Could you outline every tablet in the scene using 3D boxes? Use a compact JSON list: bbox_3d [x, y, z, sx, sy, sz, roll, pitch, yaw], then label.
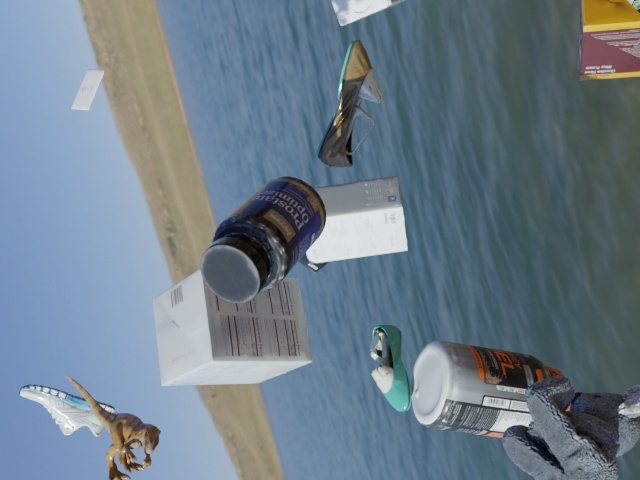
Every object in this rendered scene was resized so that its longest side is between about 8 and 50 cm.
[{"bbox_3d":[-0.437,-0.284,1.402,0.006,0.054,0.083,34,-109,-52],"label":"tablet"}]

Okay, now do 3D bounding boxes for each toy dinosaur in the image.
[{"bbox_3d":[-0.269,0.259,1.012,0.211,0.064,0.112,8,95,42],"label":"toy dinosaur"}]

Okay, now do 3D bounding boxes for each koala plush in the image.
[{"bbox_3d":[0.475,0.338,1.298,0.203,0.221,0.196,50,143,35],"label":"koala plush"}]

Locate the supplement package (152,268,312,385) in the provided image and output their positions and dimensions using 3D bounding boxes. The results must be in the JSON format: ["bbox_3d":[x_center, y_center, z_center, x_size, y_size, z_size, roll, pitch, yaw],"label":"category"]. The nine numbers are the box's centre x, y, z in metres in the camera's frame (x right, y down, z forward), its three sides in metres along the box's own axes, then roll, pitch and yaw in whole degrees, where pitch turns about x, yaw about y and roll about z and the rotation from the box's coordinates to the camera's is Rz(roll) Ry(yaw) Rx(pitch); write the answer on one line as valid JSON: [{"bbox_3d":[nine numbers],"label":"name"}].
[{"bbox_3d":[-0.191,0.194,1.615,0.199,0.262,0.198,-29,63,42],"label":"supplement package"}]

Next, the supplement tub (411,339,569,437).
[{"bbox_3d":[0.404,0.361,1.778,0.207,0.338,0.207,-169,90,-73],"label":"supplement tub"}]

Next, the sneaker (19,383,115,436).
[{"bbox_3d":[-0.520,0.348,1.510,0.071,0.190,0.083,-17,52,68],"label":"sneaker"}]

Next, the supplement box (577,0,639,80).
[{"bbox_3d":[0.716,-0.497,1.774,0.194,0.191,0.129,61,-148,-58],"label":"supplement box"}]

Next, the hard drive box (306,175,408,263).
[{"bbox_3d":[0.071,-0.042,1.664,0.181,0.232,0.089,75,-171,-56],"label":"hard drive box"}]

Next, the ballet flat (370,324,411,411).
[{"bbox_3d":[0.163,0.311,1.845,0.247,0.087,0.083,-94,27,-44],"label":"ballet flat"}]

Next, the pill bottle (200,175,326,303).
[{"bbox_3d":[-0.084,-0.001,1.106,0.219,0.122,0.123,-51,-45,-55],"label":"pill bottle"}]

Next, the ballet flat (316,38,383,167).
[{"bbox_3d":[0.092,-0.347,1.964,0.116,0.124,0.342,-36,-34,-69],"label":"ballet flat"}]

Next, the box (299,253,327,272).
[{"bbox_3d":[0.000,0.000,2.195,0.051,0.175,0.220,55,-173,26],"label":"box"}]

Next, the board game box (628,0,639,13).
[{"bbox_3d":[0.596,-0.467,1.208,0.136,0.030,0.260,53,154,5],"label":"board game box"}]

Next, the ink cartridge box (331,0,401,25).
[{"bbox_3d":[0.125,-0.598,1.834,0.082,0.139,0.190,68,-153,-12],"label":"ink cartridge box"}]
